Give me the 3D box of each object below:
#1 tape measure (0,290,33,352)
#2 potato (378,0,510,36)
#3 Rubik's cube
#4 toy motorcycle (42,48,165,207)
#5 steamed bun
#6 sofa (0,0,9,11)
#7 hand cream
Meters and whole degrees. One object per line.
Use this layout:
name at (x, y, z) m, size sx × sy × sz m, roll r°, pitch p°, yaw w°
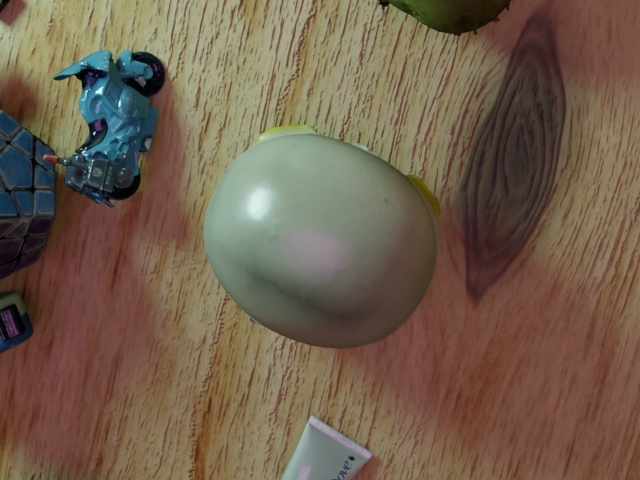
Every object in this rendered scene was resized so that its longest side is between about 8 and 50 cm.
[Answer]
tape measure at (-0.648, 0.168, 1.744) m, size 0.351 × 0.215 × 0.098 m, roll -6°, pitch 103°, yaw 47°
potato at (0.215, -0.510, 1.563) m, size 0.270 × 0.219 × 0.359 m, roll 21°, pitch 93°, yaw -12°
Rubik's cube at (-0.580, -0.076, 1.626) m, size 0.264 × 0.319 × 0.319 m, roll -20°, pitch 100°, yaw 31°
toy motorcycle at (-0.362, -0.198, 1.659) m, size 0.182 × 0.123 × 0.272 m, roll 14°, pitch 83°, yaw -30°
steamed bun at (0.000, 0.000, 1.608) m, size 0.374 × 0.334 × 0.334 m, roll 27°, pitch 100°, yaw -3°
sofa at (-0.578, -0.432, 1.677) m, size 0.118 × 0.039 × 0.060 m, roll 41°, pitch 99°, yaw -6°
hand cream at (-0.022, 0.455, 1.814) m, size 0.133 × 0.083 × 0.248 m, roll 31°, pitch 90°, yaw -6°
